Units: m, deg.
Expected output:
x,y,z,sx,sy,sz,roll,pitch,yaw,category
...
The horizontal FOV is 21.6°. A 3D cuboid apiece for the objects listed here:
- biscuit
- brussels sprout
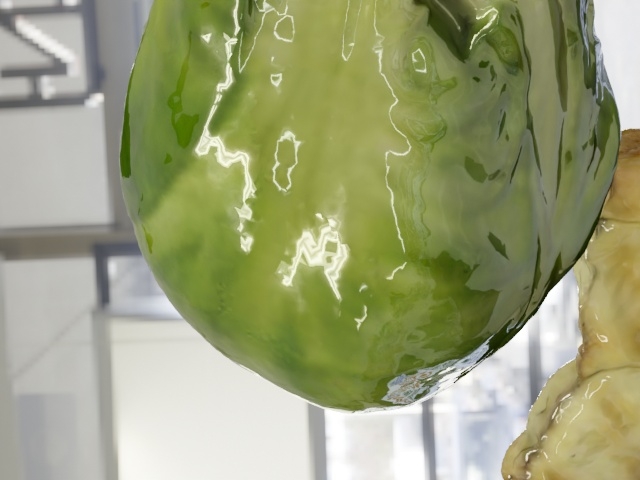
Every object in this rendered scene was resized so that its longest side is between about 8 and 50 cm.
x,y,z,sx,sy,sz,roll,pitch,yaw,category
0.206,0.063,1.003,0.045,0.154,0.299,-90,8,-52,biscuit
0.022,-0.070,0.714,0.219,0.210,0.271,-42,-32,-46,brussels sprout
